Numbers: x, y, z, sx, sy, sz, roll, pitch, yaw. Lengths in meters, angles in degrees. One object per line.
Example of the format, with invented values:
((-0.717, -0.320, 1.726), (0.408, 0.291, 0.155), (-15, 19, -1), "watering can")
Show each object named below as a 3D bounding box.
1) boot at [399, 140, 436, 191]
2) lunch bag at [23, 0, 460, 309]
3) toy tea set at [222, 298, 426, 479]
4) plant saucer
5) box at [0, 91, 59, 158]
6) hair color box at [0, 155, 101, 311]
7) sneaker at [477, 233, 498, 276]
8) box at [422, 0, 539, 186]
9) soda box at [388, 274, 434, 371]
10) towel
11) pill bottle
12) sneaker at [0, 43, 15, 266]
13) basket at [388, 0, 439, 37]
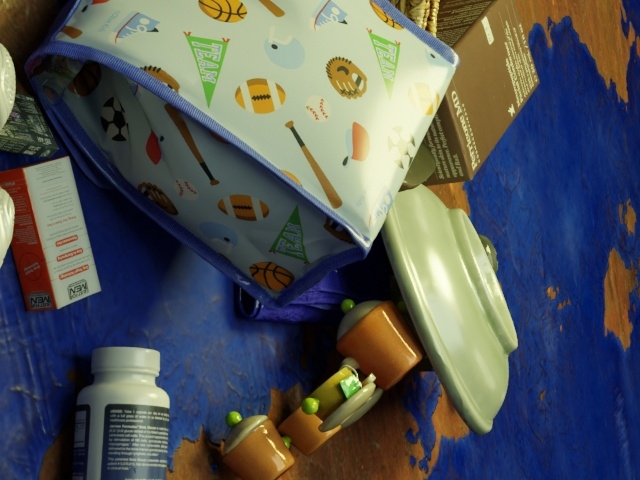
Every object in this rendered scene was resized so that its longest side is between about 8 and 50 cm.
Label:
((0.076, -0.117, 1.684), (0.112, 0.115, 0.305), (43, 18, -15), "boot")
((-0.092, -0.171, 1.369), (0.385, 0.239, 0.327), (38, 49, -15), "lunch bag")
((-0.005, 0.177, 1.563), (0.124, 0.200, 0.336), (49, 30, 10), "toy tea set")
((0.192, 0.069, 1.760), (0.400, 0.101, 0.400), (-23, 90, -79), "plant saucer")
((-0.297, -0.115, 1.205), (0.083, 0.018, 0.067), (7, 50, -59), "box")
((-0.268, -0.007, 1.239), (0.072, 0.043, 0.141), (-25, 105, -58), "hair color box")
((0.222, 0.124, 2.023), (0.106, 0.101, 0.267), (-5, 92, -34), "sneaker")
((0.219, -0.255, 2.019), (0.381, 0.143, 0.191), (-50, 127, -49), "box")
((0.130, 0.125, 1.871), (0.181, 0.061, 0.058), (53, 42, -41), "soda box")
((0.000, 0.000, 1.660), (0.308, 0.076, 0.227), (11, 76, -58), "towel")
((-0.200, 0.195, 1.266), (0.094, 0.094, 0.169), (20, 68, -57), "pill bottle")
((-0.346, -0.074, 1.071), (0.153, 0.101, 0.268), (28, 55, -54), "sneaker")
((0.108, -0.339, 1.586), (0.213, 0.223, 0.299), (-22, 128, -42), "basket")
